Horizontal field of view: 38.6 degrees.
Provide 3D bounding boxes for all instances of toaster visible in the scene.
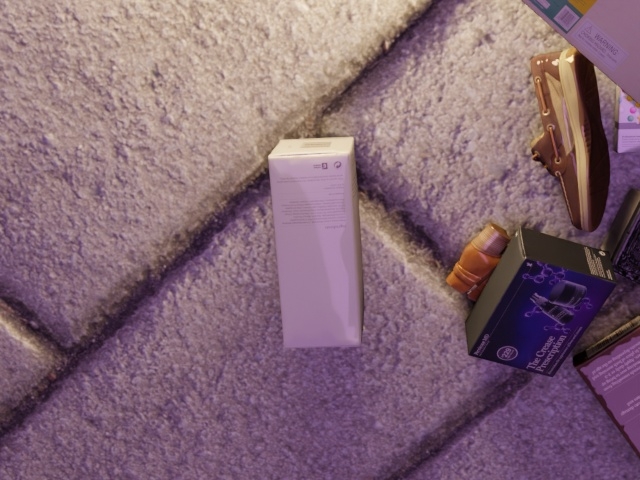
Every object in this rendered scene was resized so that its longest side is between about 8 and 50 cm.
[{"bbox_3d":[0.638,0.009,1.725,0.168,0.110,0.186,21,105,-1],"label":"toaster"}]

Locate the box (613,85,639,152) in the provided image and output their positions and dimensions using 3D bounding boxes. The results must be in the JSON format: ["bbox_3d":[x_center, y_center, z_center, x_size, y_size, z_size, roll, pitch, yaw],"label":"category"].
[{"bbox_3d":[0.622,-0.258,1.692,0.145,0.038,0.186,-1,104,4],"label":"box"}]

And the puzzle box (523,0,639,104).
[{"bbox_3d":[0.525,-0.431,1.545,0.409,0.052,0.272,36,109,-19],"label":"puzzle box"}]

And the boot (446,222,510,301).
[{"bbox_3d":[0.359,0.070,1.790,0.197,0.073,0.152,33,113,-6],"label":"boot"}]

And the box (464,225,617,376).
[{"bbox_3d":[0.407,0.120,1.723,0.184,0.103,0.261,17,128,-6],"label":"box"}]

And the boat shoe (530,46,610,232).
[{"bbox_3d":[0.452,-0.182,1.697,0.123,0.123,0.342,-1,109,37],"label":"boat shoe"}]

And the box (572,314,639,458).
[{"bbox_3d":[0.675,0.337,1.752,0.191,0.143,0.381,-36,83,13],"label":"box"}]

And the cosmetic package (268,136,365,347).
[{"bbox_3d":[0.000,0.000,1.725,0.155,0.197,0.365,-2,104,5],"label":"cosmetic package"}]
